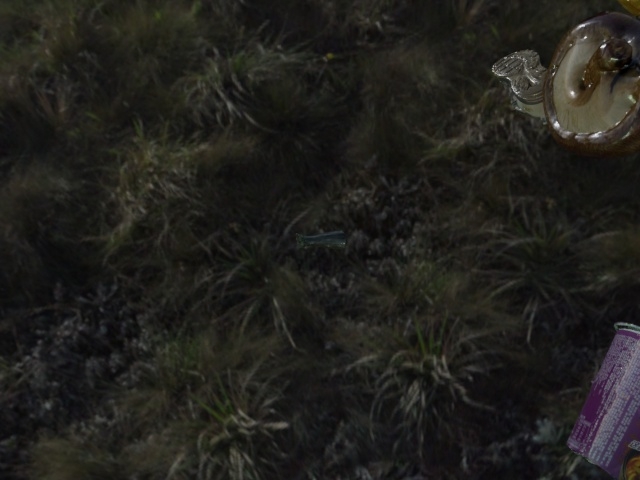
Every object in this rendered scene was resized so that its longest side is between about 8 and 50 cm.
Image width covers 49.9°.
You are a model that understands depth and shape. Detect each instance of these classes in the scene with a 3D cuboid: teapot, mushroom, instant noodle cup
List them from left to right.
[{"bbox_3d":[0.000,0.000,1.533,0.111,0.042,0.042,-2,55,-18],"label":"teapot"},{"bbox_3d":[0.424,-0.215,0.990,0.138,0.194,0.231,-2,55,-12],"label":"mushroom"},{"bbox_3d":[0.644,0.352,1.289,0.340,0.340,0.265,31,86,25],"label":"instant noodle cup"}]

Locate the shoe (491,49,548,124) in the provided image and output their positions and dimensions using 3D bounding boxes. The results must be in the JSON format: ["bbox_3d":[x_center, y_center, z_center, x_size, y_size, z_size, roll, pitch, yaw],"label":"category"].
[{"bbox_3d":[0.407,-0.300,1.345,0.089,0.092,0.180,-28,38,9],"label":"shoe"}]

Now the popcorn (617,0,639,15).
[{"bbox_3d":[0.396,-0.295,0.718,0.180,0.180,0.170,-17,57,-2],"label":"popcorn"}]

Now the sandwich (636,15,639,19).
[{"bbox_3d":[0.551,-0.325,1.088,0.079,0.159,0.235,33,56,33],"label":"sandwich"}]
